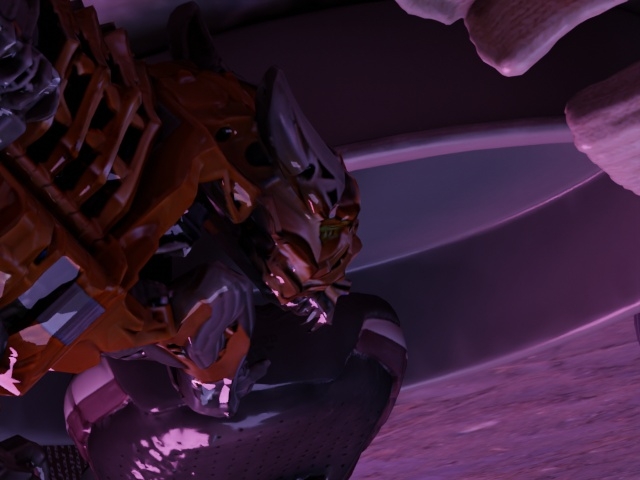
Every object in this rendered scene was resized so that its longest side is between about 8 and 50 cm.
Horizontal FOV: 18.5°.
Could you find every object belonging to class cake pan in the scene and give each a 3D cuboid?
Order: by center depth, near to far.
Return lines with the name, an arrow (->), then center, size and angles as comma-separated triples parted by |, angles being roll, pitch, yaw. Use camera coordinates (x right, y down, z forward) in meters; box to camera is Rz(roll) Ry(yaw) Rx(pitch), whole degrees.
cake pan -> 0.000, 0.000, 0.629 | 0.293, 0.054, 0.293 | -12, 164, -4

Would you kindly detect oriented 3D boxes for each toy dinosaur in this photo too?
toy dinosaur -> -0.140, -0.013, 0.343 | 0.322, 0.164, 0.218 | 26, 103, -21

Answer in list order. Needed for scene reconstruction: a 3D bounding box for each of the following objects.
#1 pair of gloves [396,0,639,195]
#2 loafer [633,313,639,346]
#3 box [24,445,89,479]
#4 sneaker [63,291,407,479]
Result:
pair of gloves -> 0.123, -0.079, 0.396 | 0.204, 0.042, 0.240 | -30, 152, 17
loafer -> 0.274, -0.005, 0.783 | 0.302, 0.109, 0.095 | -16, -176, 32
box -> -0.170, 0.165, 0.812 | 0.143, 0.191, 0.381 | -15, 163, 11
sneaker -> -0.017, 0.123, 0.636 | 0.106, 0.162, 0.281 | -10, 164, -9
